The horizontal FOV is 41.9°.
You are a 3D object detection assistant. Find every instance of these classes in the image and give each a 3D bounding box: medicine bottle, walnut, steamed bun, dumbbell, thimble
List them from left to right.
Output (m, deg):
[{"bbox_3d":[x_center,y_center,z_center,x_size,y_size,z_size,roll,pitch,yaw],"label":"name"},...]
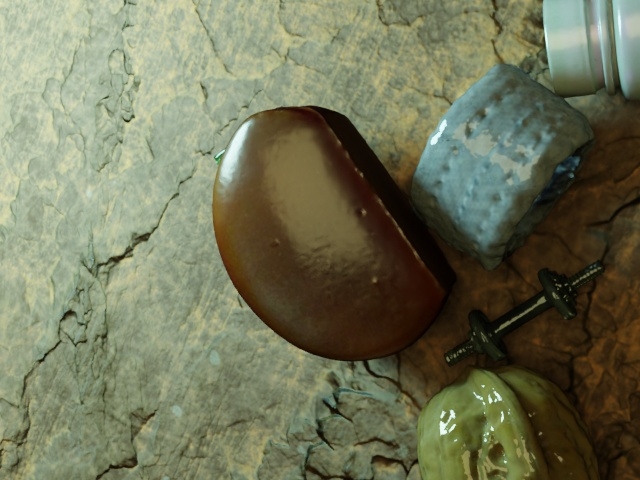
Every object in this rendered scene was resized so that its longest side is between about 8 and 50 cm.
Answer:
[{"bbox_3d":[0.000,0.000,1.178,0.248,0.235,0.379,-36,88,15],"label":"steamed bun"},{"bbox_3d":[0.239,-0.092,1.108,0.157,0.217,0.245,41,127,20],"label":"thimble"},{"bbox_3d":[0.241,0.285,1.098,0.224,0.257,0.257,-17,80,-11],"label":"walnut"},{"bbox_3d":[0.278,0.102,1.157,0.254,0.081,0.081,-35,75,17],"label":"dumbbell"},{"bbox_3d":[0.439,-0.265,1.057,0.293,0.170,0.170,-5,86,21],"label":"medicine bottle"}]

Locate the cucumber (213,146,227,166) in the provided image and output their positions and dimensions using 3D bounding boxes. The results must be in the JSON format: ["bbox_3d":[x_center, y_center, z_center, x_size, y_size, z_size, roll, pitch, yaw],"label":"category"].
[{"bbox_3d":[-0.092,-0.117,1.327,0.115,0.062,0.116,-35,95,17],"label":"cucumber"}]
